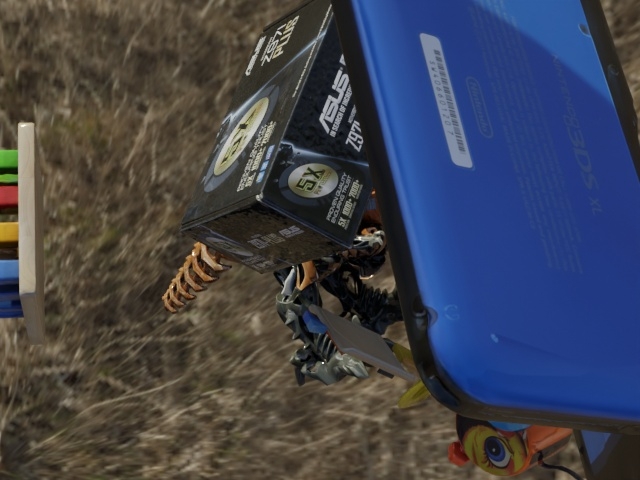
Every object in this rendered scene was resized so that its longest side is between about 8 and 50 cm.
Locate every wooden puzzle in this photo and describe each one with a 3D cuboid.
[{"bbox_3d":[0.029,0.076,1.087,0.116,0.078,0.014,28,101,-26],"label":"wooden puzzle"}]

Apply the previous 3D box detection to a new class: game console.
[{"bbox_3d":[0.083,-0.008,0.773,0.250,0.173,0.293,10,54,-34],"label":"game console"}]

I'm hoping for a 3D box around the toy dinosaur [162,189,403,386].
[{"bbox_3d":[0.000,0.000,1.340,0.164,0.322,0.218,-35,101,-39],"label":"toy dinosaur"}]

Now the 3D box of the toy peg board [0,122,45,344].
[{"bbox_3d":[-0.293,-0.002,1.357,0.079,0.161,0.161,-1,71,-8],"label":"toy peg board"}]

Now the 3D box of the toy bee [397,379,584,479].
[{"bbox_3d":[0.139,0.122,1.184,0.195,0.162,0.298,5,72,-33],"label":"toy bee"}]

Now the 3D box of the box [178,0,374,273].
[{"bbox_3d":[-0.012,-0.079,1.075,0.077,0.147,0.180,28,72,-20],"label":"box"}]
